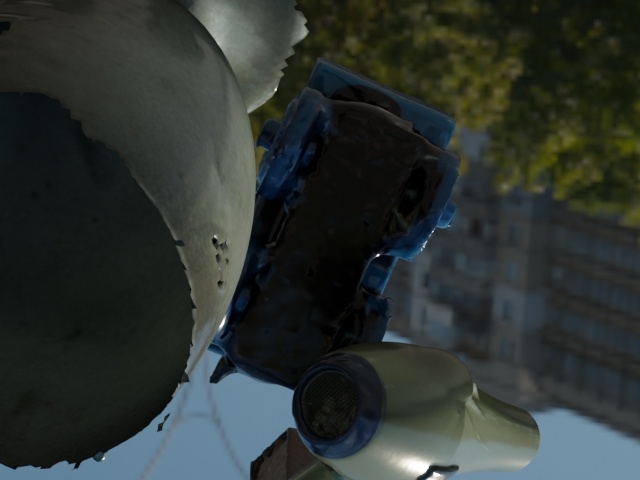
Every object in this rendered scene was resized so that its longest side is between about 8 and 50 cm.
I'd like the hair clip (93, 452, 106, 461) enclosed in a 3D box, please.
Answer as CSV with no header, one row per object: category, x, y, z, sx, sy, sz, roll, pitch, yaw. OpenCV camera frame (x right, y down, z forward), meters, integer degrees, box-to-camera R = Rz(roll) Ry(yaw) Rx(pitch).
hair clip,-0.276,0.000,1.175,0.392,0.318,0.238,-25,-160,30

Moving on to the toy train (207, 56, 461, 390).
toy train,0.000,0.000,1.542,0.188,0.300,0.265,23,-172,-4

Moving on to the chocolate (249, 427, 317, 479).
chocolate,-0.026,0.358,1.995,0.112,0.112,0.321,39,-155,-21

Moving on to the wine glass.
wine glass,-0.108,-0.056,0.784,0.190,0.190,0.357,5,-148,9

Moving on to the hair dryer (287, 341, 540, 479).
hair dryer,0.051,0.187,1.352,0.296,0.298,0.119,-3,-130,-42
